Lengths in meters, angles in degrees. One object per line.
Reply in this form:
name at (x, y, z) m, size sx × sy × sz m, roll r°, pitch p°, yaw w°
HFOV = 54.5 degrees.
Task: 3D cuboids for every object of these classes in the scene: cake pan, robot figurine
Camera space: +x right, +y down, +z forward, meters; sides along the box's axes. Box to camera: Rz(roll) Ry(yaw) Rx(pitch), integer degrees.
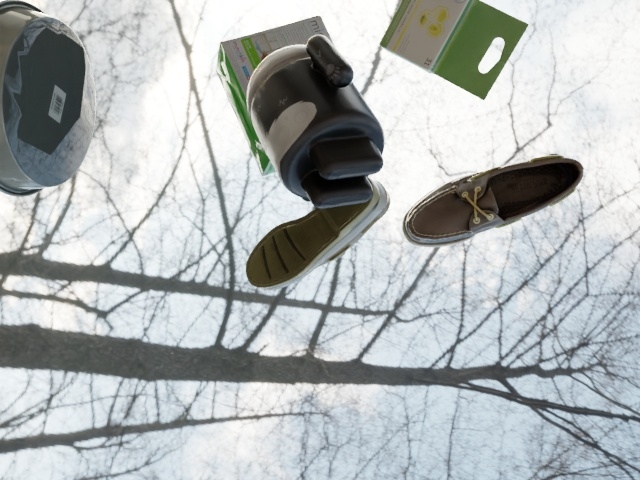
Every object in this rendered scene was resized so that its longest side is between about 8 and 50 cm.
cake pan at (-0.427, -0.209, 0.944) m, size 0.054 × 0.293 × 0.293 m, roll 6°, pitch -109°, yaw 7°
robot figurine at (-0.006, -0.176, 0.950) m, size 0.209 × 0.174 × 0.278 m, roll -40°, pitch -127°, yaw 18°

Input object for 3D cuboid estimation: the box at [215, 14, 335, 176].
box at (-0.059, -0.303, 1.293) m, size 0.261 × 0.231 × 0.127 m, roll 65°, pitch -19°, yaw 6°

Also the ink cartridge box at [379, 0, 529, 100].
ink cartridge box at (0.259, -0.405, 1.219) m, size 0.235 × 0.056 × 0.171 m, roll 33°, pitch -75°, yaw 16°

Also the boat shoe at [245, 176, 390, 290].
boat shoe at (0.000, 0.000, 1.123) m, size 0.302 × 0.103 × 0.113 m, roll -34°, pitch -117°, yaw 22°

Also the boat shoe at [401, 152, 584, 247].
boat shoe at (0.302, -0.073, 1.104) m, size 0.325 × 0.097 × 0.116 m, roll -18°, pitch -94°, yaw 2°
